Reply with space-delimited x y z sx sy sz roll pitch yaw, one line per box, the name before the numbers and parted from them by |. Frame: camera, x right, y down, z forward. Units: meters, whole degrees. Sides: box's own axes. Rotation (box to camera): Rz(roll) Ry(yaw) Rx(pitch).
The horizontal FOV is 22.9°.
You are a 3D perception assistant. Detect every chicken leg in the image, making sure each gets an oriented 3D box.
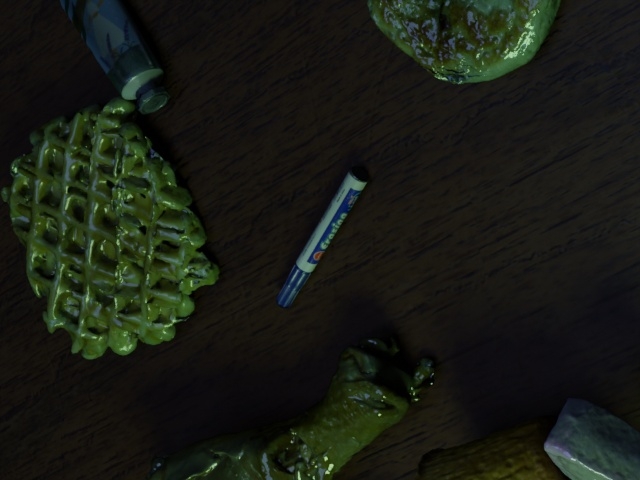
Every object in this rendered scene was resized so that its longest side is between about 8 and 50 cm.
chicken leg | -0.039 0.250 1.808 0.429 0.153 0.201 -43 67 29

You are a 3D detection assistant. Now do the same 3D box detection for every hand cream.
hand cream | -0.266 -0.269 1.907 0.091 0.058 0.271 -44 69 33

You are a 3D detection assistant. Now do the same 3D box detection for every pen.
pen | 0.000 0.000 1.785 0.025 0.025 0.204 44 124 21

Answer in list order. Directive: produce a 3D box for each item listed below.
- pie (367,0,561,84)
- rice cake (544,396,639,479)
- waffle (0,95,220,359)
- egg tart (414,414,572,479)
pie | 0.141 -0.275 1.589 0.240 0.054 0.240 12 111 35
rice cake | 0.379 0.289 1.477 0.399 0.070 0.064 37 154 8
waffle | -0.273 -0.010 1.961 0.297 0.073 0.317 -31 82 38
egg tart | 0.204 0.278 1.591 0.171 0.215 0.215 -38 78 26
